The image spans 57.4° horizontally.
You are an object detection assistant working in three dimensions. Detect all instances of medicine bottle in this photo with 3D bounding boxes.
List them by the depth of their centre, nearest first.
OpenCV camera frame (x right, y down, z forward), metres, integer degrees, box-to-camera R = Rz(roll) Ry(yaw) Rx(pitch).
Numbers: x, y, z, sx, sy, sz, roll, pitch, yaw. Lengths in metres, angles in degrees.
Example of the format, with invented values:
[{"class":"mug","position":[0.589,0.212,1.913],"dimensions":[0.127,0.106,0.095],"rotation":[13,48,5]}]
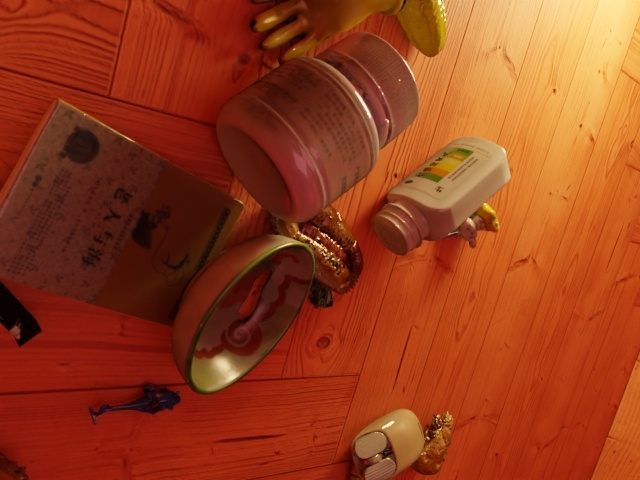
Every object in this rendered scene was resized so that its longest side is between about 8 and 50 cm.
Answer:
[{"class":"medicine bottle","position":[0.001,-0.202,1.016],"dimensions":[0.302,0.241,0.241],"rotation":[-40,127,-21]},{"class":"medicine bottle","position":[0.264,-0.102,1.311],"dimensions":[0.324,0.179,0.124],"rotation":[-40,128,-20]}]

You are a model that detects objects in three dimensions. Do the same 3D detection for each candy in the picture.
[{"class":"candy","position":[0.209,-0.460,1.190],"dimensions":[0.106,0.094,0.198],"rotation":[-53,137,-18]}]

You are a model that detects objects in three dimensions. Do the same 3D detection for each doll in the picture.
[{"class":"doll","position":[0.396,-0.048,1.512],"dimensions":[0.135,0.071,0.113],"rotation":[32,103,-36]}]

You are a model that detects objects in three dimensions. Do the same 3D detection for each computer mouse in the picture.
[{"class":"computer mouse","position":[0.184,0.535,1.530],"dimensions":[0.237,0.082,0.145],"rotation":[-14,85,-38]}]

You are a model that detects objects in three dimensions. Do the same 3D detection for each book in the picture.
[{"class":"book","position":[-0.315,-0.019,0.941],"dimensions":[0.389,0.032,0.268],"rotation":[29,88,-49]}]

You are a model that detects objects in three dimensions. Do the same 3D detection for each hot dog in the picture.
[{"class":"hot dog","position":[0.000,0.000,1.189],"dimensions":[0.268,0.075,0.144],"rotation":[44,67,-33]}]

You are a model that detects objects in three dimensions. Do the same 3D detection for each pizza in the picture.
[{"class":"pizza","position":[0.321,0.582,1.700],"dimensions":[0.154,0.069,0.193],"rotation":[41,73,-41]}]

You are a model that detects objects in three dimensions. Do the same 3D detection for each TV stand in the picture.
[{"class":"TV stand","position":[-0.499,0.050,0.836],"dimensions":[0.040,0.049,0.256],"rotation":[-39,128,-20]}]

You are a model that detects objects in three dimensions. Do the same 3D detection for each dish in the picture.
[{"class":"dish","position":[-0.159,0.111,1.063],"dimensions":[0.324,0.124,0.324],"rotation":[-44,155,-27]}]

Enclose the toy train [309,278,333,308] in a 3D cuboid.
[{"class":"toy train","position":[0.006,0.109,1.281],"dimensions":[0.053,0.033,0.083],"rotation":[-5,109,-43]}]

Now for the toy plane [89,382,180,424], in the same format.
[{"class":"toy plane","position":[-0.334,0.304,1.074],"dimensions":[0.167,0.054,0.062],"rotation":[4,130,-41]}]

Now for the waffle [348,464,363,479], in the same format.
[{"class":"waffle","position":[0.135,0.650,1.585],"dimensions":[0.149,0.051,0.193],"rotation":[-9,107,-37]}]

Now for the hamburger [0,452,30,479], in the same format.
[{"class":"hamburger","position":[-0.544,0.415,0.899],"dimensions":[0.191,0.118,0.181],"rotation":[-33,128,-30]}]

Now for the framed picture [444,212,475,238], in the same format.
[{"class":"framed picture","position":[0.368,-0.069,1.522],"dimensions":[0.149,0.011,0.109],"rotation":[-15,116,-34]}]

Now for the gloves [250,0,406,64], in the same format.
[{"class":"gloves","position":[0.005,-0.414,1.042],"dimensions":[0.295,0.116,0.133],"rotation":[-29,116,-20]}]
